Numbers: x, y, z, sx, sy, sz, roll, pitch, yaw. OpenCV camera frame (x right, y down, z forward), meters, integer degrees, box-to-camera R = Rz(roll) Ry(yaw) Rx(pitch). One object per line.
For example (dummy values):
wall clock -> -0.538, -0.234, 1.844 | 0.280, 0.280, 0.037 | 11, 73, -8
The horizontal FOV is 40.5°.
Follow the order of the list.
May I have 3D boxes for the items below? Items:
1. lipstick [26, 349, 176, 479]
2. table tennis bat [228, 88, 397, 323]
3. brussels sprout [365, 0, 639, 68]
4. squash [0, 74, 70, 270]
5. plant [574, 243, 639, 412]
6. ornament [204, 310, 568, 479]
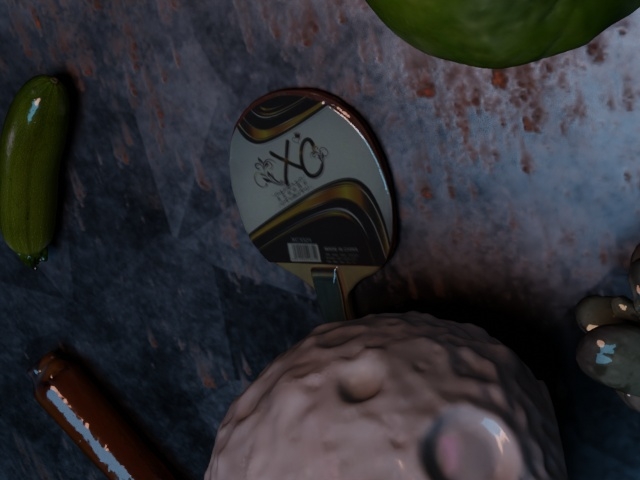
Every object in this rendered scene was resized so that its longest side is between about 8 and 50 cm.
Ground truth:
lipstick -> -0.224, 0.312, 1.116 | 0.418, 0.077, 0.077 | 50, 130, -3
table tennis bat -> 0.000, 0.000, 0.836 | 0.173, 0.022, 0.301 | 2, 116, 30
brussels sprout -> 0.113, -0.224, 0.505 | 0.244, 0.244, 0.244 | 14, 124, 23
squash -> -0.317, -0.074, 0.948 | 0.069, 0.069, 0.258 | 31, 128, 11
plant -> 0.315, 0.121, 0.639 | 0.274, 0.146, 0.149 | 41, 132, 3
ornament -> 0.054, 0.227, 0.730 | 0.337, 0.337, 0.337 | 14, 124, 23
